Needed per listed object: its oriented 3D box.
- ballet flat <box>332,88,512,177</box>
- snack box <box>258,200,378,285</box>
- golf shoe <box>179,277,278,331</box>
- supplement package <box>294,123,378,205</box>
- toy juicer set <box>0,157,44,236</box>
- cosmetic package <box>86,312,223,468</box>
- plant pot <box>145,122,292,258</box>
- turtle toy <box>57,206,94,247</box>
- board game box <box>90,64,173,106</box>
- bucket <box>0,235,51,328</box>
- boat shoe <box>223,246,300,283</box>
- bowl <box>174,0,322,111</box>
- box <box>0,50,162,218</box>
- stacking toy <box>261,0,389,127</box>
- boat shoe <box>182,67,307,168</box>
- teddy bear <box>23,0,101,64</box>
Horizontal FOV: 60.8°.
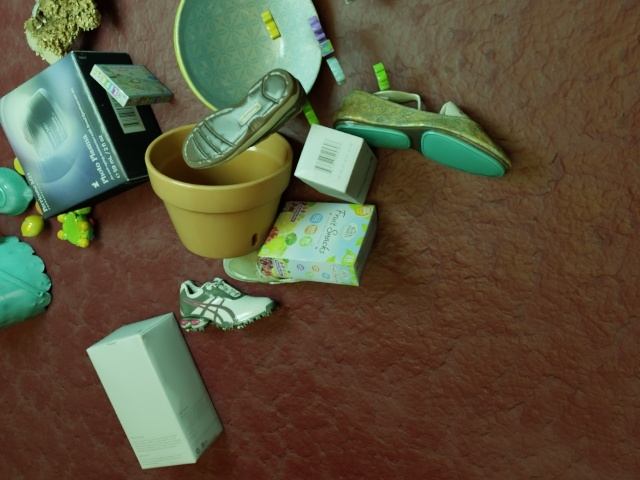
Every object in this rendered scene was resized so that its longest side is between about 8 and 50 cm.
[{"bbox_3d":[0.195,-0.217,1.031,0.348,0.123,0.123,16,112,15],"label":"ballet flat"},{"bbox_3d":[0.000,0.000,1.132,0.207,0.175,0.070,5,137,19],"label":"snack box"},{"bbox_3d":[-0.234,0.151,1.320,0.272,0.105,0.120,-8,96,23],"label":"golf shoe"},{"bbox_3d":[0.037,-0.142,1.059,0.105,0.179,0.105,19,91,15],"label":"supplement package"},{"bbox_3d":[-0.847,-0.099,1.500,0.328,0.089,0.209,-22,103,16],"label":"toy juicer set"},{"bbox_3d":[-0.433,0.400,1.447,0.196,0.155,0.366,-15,99,25],"label":"cosmetic package"},{"bbox_3d":[-0.203,-0.099,1.147,0.290,0.291,0.204,16,128,17],"label":"plant pot"},{"bbox_3d":[-0.636,-0.046,1.439,0.095,0.066,0.130,18,112,17],"label":"turtle toy"},{"bbox_3d":[-0.413,-0.345,1.206,0.103,0.154,0.026,44,117,5],"label":"board game box"},{"bbox_3d":[-0.942,0.133,1.555,0.281,0.183,0.281,7,108,20],"label":"bucket"},{"bbox_3d":[-0.099,0.046,1.233,0.302,0.094,0.109,-7,103,24],"label":"boat shoe"},{"bbox_3d":[-0.157,-0.382,1.071,0.156,0.289,0.290,26,123,60],"label":"bowl"},{"bbox_3d":[-0.555,-0.242,1.283,0.293,0.182,0.297,-18,98,27],"label":"box"},{"bbox_3d":[0.012,-0.344,0.998,0.166,0.052,0.221,-24,104,7],"label":"stacking toy"},{"bbox_3d":[-0.131,-0.204,0.992,0.257,0.095,0.095,-28,77,21],"label":"boat shoe"},{"bbox_3d":[-0.572,-0.552,1.224,0.245,0.113,0.338,22,106,39],"label":"teddy bear"}]
